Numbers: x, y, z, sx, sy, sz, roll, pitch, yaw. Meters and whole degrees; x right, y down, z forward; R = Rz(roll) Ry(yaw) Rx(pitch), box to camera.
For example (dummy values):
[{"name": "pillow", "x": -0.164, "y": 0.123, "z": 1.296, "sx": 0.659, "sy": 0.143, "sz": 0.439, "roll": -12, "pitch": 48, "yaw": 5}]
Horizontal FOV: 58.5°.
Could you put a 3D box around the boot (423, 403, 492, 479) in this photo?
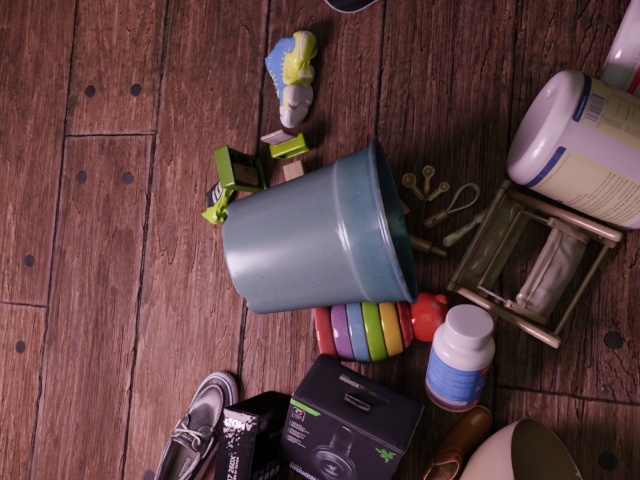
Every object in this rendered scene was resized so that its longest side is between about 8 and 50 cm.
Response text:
[{"name": "boot", "x": 0.290, "y": 0.439, "z": 1.200, "sx": 0.073, "sy": 0.152, "sz": 0.197, "roll": 38, "pitch": 97, "yaw": 17}]

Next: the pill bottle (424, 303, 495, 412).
[{"name": "pill bottle", "x": 0.289, "y": 0.241, "z": 1.176, "sx": 0.124, "sy": 0.124, "sz": 0.221, "roll": 16, "pitch": 132, "yaw": 18}]

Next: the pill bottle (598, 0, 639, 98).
[{"name": "pill bottle", "x": 0.766, "y": -0.326, "z": 1.075, "sx": 0.408, "sy": 0.229, "sz": 0.228, "roll": 23, "pitch": 92, "yaw": 18}]

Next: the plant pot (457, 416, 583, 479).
[{"name": "plant pot", "x": 0.379, "y": 0.518, "z": 1.125, "sx": 0.191, "sy": 0.284, "sz": 0.284, "roll": -35, "pitch": 75, "yaw": 34}]

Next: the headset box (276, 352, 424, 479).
[{"name": "headset box", "x": 0.057, "y": 0.406, "z": 1.207, "sx": 0.247, "sy": 0.131, "sz": 0.282, "roll": 25, "pitch": 131, "yaw": 13}]

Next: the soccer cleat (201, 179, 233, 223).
[{"name": "soccer cleat", "x": -0.254, "y": -0.130, "z": 1.468, "sx": 0.072, "sy": 0.060, "sz": 0.178, "roll": 25, "pitch": 94, "yaw": 30}]

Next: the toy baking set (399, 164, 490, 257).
[{"name": "toy baking set", "x": 0.263, "y": -0.063, "z": 1.312, "sx": 0.256, "sy": 0.030, "sz": 0.196, "roll": 27, "pitch": 93, "yaw": 17}]

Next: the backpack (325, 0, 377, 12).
[{"name": "backpack", "x": 0.092, "y": -0.667, "z": 1.319, "sx": 0.254, "sy": 0.225, "sz": 0.191, "roll": -31, "pitch": 55, "yaw": 17}]

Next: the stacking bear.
[{"name": "stacking bear", "x": 0.143, "y": 0.184, "z": 1.267, "sx": 0.289, "sy": 0.164, "sz": 0.175, "roll": -11, "pitch": 106, "yaw": 6}]

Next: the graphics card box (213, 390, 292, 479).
[{"name": "graphics card box", "x": -0.154, "y": 0.545, "z": 1.287, "sx": 0.094, "sy": 0.233, "sz": 0.370, "roll": 9, "pitch": 89, "yaw": 21}]

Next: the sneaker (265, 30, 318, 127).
[{"name": "sneaker", "x": -0.082, "y": -0.402, "z": 1.432, "sx": 0.126, "sy": 0.091, "sz": 0.239, "roll": 14, "pitch": 90, "yaw": 36}]

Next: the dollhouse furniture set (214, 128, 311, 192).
[{"name": "dollhouse furniture set", "x": -0.103, "y": -0.092, "z": 1.354, "sx": 0.198, "sy": 0.151, "sz": 0.301, "roll": -17, "pitch": 81, "yaw": 23}]

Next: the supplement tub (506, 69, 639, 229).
[{"name": "supplement tub", "x": 0.557, "y": -0.161, "z": 1.100, "sx": 0.325, "sy": 0.235, "sz": 0.235, "roll": 25, "pitch": 93, "yaw": 2}]

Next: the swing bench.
[{"name": "swing bench", "x": 0.434, "y": 0.048, "z": 1.187, "sx": 0.255, "sy": 0.165, "sz": 0.253, "roll": 30, "pitch": 95, "yaw": 23}]

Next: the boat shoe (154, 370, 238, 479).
[{"name": "boat shoe", "x": -0.303, "y": 0.484, "z": 1.398, "sx": 0.121, "sy": 0.119, "sz": 0.334, "roll": 22, "pitch": 92, "yaw": 18}]

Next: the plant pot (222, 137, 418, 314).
[{"name": "plant pot", "x": 0.000, "y": 0.000, "z": 1.186, "sx": 0.335, "sy": 0.341, "sz": 0.340, "roll": -15, "pitch": 81, "yaw": 13}]
